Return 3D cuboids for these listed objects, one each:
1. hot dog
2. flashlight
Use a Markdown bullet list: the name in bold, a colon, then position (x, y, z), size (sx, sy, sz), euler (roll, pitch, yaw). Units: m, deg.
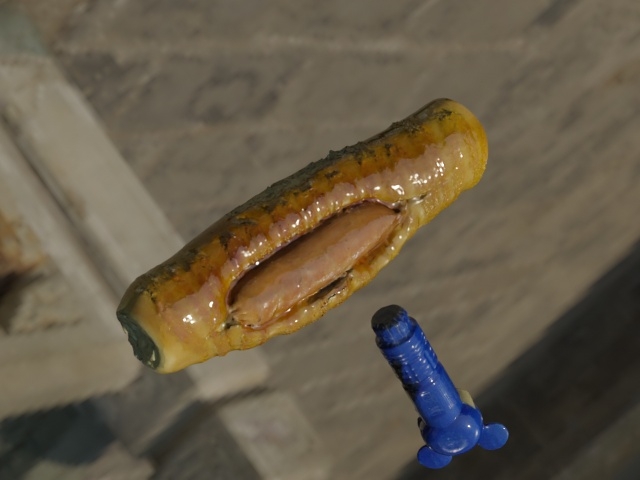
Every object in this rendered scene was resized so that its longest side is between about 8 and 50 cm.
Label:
- **hot dog**: position (0.000, 0.000, 0.591), size (0.137, 0.028, 0.044), euler (-31, 120, -26)
- **flashlight**: position (0.063, 0.083, 1.100), size (0.057, 0.035, 0.121), euler (-21, 123, 17)
